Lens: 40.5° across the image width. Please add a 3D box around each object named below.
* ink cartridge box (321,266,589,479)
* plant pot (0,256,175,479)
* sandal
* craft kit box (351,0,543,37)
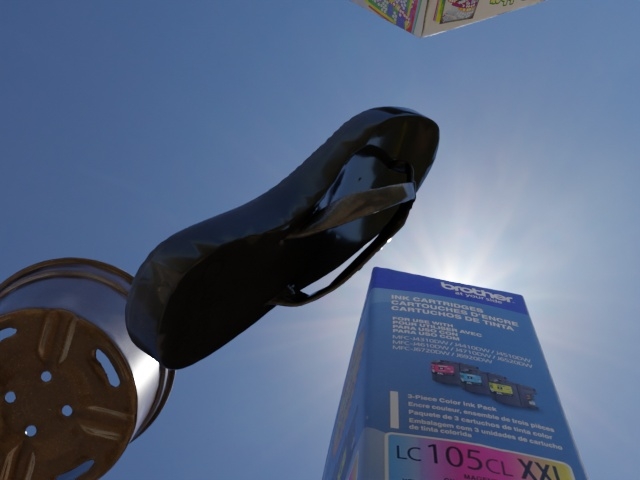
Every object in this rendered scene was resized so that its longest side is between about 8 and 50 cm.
[{"bbox_3d":[0.080,0.200,0.697,0.151,0.395,0.270,13,-69,1],"label":"ink cartridge box"},{"bbox_3d":[-0.189,0.099,0.624,0.167,0.165,0.167,0,-88,-8],"label":"plant pot"},{"bbox_3d":[0.000,0.001,0.502,0.254,0.054,0.097,-38,-34,-40],"label":"sandal"},{"bbox_3d":[0.093,-0.280,0.797,0.247,0.250,0.061,-21,-44,-36],"label":"craft kit box"}]
